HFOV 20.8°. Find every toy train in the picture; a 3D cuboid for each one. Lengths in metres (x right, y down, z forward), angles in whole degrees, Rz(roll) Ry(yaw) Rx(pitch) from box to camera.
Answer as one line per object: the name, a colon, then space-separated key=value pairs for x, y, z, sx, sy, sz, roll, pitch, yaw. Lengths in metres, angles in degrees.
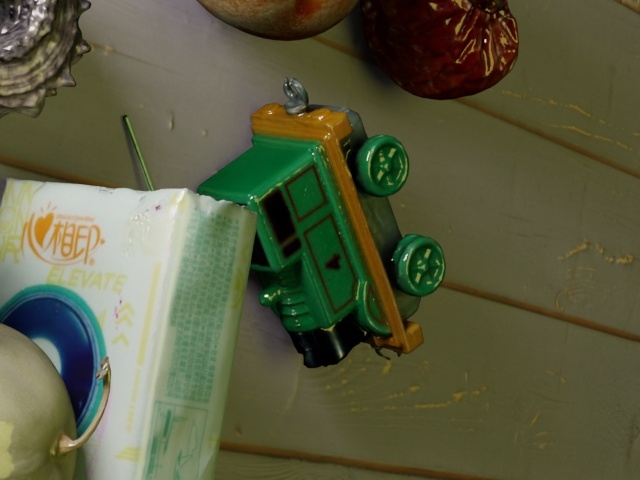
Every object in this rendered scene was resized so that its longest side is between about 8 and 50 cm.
toy train: x=0.000 y=0.000 z=2.255 sx=0.249 sy=0.178 sz=0.429 roll=-36 pitch=118 yaw=-31

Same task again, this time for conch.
conch: x=-0.376 y=-0.244 z=1.814 sx=0.313 sy=0.186 sz=0.241 roll=45 pitch=73 yaw=-41

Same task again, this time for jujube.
jujube: x=0.164 y=-0.317 z=2.403 sx=0.213 sy=0.213 sz=0.232 roll=-45 pitch=129 yaw=-37

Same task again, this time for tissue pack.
tissue pack: x=-0.241 y=0.136 z=1.896 sx=0.162 sy=0.287 sz=0.388 roll=19 pitch=79 yaw=-54

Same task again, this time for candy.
candy: x=-0.205 y=-0.056 z=2.110 sx=0.061 sy=0.061 sz=0.202 roll=-31 pitch=107 yaw=-44

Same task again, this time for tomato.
tomato: x=-0.061 y=-0.381 z=2.116 sx=0.270 sy=0.222 sz=0.270 roll=-30 pitch=134 yaw=-36

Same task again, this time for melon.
melon: x=-0.381 y=0.196 z=1.721 sx=0.272 sy=0.308 sz=0.272 roll=-39 pitch=139 yaw=-44
